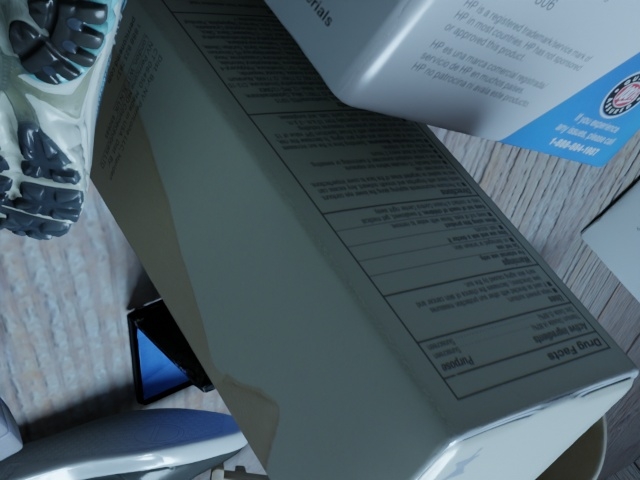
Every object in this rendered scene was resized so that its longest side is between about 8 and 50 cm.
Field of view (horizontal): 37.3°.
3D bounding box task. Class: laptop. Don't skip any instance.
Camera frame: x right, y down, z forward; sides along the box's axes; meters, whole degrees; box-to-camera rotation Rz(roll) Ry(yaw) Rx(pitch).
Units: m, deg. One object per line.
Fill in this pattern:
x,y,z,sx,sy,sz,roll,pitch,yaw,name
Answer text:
-0.024,0.083,0.790,0.234,0.264,0.136,-23,112,-22,laptop

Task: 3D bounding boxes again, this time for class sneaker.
-0.196,0.244,0.825,0.296,0.105,0.146,-12,103,-26,sneaker
-0.133,-0.098,0.442,0.110,0.122,0.283,26,147,-15,sneaker

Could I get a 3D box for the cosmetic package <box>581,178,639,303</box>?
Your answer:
0.528,-0.011,1.209,0.385,0.156,0.217,7,131,-52,cosmetic package

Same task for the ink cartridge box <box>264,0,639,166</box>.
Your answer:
0.173,-0.243,0.478,0.286,0.166,0.395,5,133,-50,ink cartridge box

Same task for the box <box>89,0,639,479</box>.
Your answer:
0.000,0.000,0.511,0.148,0.311,0.121,-6,140,-41,box

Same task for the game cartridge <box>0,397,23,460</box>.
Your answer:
-0.396,0.165,0.614,0.355,0.068,0.230,-27,154,-14,game cartridge

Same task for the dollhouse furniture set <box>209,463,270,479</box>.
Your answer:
-0.171,0.378,1.104,0.174,0.303,0.355,9,177,-7,dollhouse furniture set

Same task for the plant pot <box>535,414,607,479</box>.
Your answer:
0.116,0.193,1.024,0.257,0.256,0.274,-2,153,-45,plant pot
